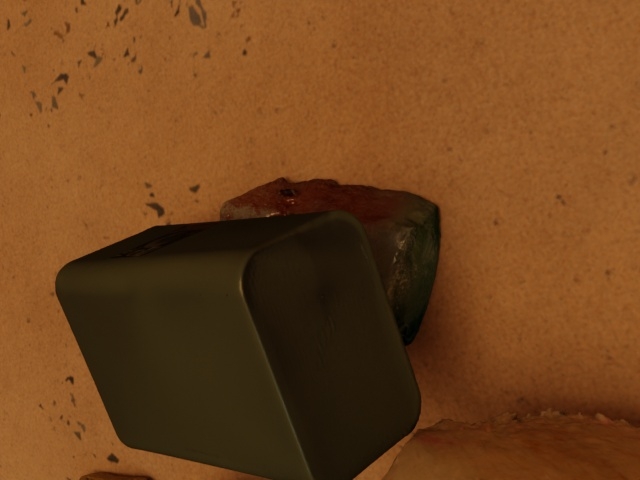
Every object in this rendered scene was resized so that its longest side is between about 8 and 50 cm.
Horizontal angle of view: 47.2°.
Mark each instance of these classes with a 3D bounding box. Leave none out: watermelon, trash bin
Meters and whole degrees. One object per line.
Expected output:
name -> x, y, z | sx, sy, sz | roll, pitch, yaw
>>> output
watermelon -> 0.000, 0.000, 0.767 | 0.241, 0.094, 0.154 | 23, 100, 31
trash bin -> -0.087, 0.091, 0.700 | 0.343, 0.158, 0.223 | -8, 105, 50

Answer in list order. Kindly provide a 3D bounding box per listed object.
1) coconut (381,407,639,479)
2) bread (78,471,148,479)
coconut -> 0.172, 0.337, 0.481 | 0.404, 0.404, 0.405 | 3, 97, 31
bread -> -0.263, 0.372, 0.966 | 0.192, 0.067, 0.119 | 48, 116, 19
